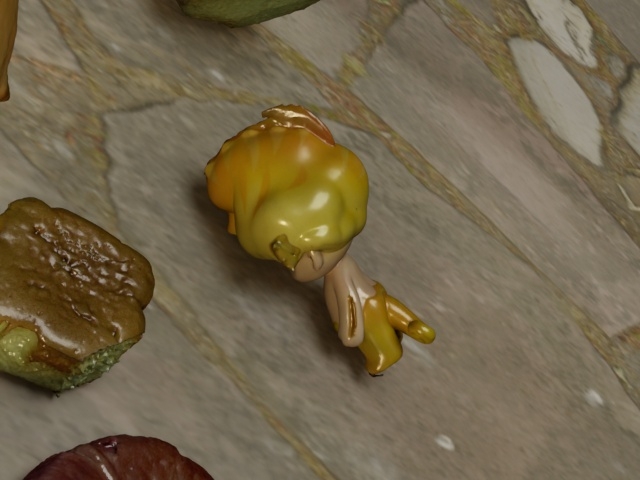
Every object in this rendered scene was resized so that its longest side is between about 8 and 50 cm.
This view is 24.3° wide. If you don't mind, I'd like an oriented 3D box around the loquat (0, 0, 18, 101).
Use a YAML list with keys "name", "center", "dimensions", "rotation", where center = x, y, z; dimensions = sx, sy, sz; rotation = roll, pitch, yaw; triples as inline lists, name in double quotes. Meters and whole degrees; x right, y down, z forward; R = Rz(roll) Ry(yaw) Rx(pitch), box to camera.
- name: "loquat"
  center: [-0.332, -0.128, 0.825]
  dimensions: [0.328, 0.328, 0.328]
  rotation: [29, 42, -30]

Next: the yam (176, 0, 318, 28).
- name: "yam"
  center: [-0.096, -0.328, 1.406]
  dimensions: [0.161, 0.161, 0.268]
  rotation: [-3, 64, -50]

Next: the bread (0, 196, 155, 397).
- name: "bread"
  center: [-0.192, 0.043, 1.057]
  dimensions: [0.140, 0.069, 0.128]
  rotation: [29, 43, -29]

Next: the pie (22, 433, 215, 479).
- name: "pie"
  center: [-0.115, 0.230, 0.998]
  dimensions: [0.218, 0.054, 0.204]
  rotation: [48, 36, -8]

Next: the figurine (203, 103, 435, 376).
- name: "figurine"
  center: [0.000, 0.000, 1.279]
  dimensions: [0.246, 0.131, 0.156]
  rotation: [56, 13, -18]
